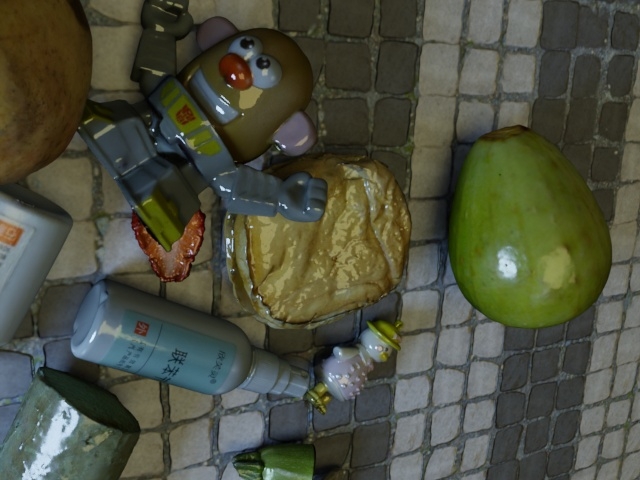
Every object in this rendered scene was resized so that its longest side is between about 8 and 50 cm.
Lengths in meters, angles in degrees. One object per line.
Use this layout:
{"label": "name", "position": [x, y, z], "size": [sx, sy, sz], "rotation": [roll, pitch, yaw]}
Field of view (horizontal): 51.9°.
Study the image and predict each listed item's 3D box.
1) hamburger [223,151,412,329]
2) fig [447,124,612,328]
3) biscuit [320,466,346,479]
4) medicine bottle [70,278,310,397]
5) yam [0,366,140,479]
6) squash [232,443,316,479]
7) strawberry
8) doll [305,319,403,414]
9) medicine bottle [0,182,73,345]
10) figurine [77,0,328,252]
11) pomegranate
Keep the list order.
{"label": "hamburger", "position": [-0.001, 0.001, 0.966], "size": [0.283, 0.145, 0.259], "rotation": [-7, 103, -21]}
{"label": "fig", "position": [0.333, -0.025, 1.069], "size": [0.258, 0.258, 0.326], "rotation": [-12, 94, -24]}
{"label": "biscuit", "position": [-0.038, 0.509, 1.123], "size": [0.249, 0.032, 0.133], "rotation": [-64, 154, 3]}
{"label": "medicine bottle", "position": [-0.167, 0.162, 0.943], "size": [0.352, 0.110, 0.110], "rotation": [25, 92, -31]}
{"label": "yam", "position": [-0.349, 0.311, 0.867], "size": [0.161, 0.161, 0.267], "rotation": [24, 92, -31]}
{"label": "squash", "position": [-0.085, 0.371, 1.070], "size": [0.132, 0.105, 0.105], "rotation": [15, 97, -13]}
{"label": "strawberry", "position": [-0.212, -0.016, 0.906], "size": [0.104, 0.048, 0.152], "rotation": [-4, 110, -32]}
{"label": "doll", "position": [0.060, 0.202, 1.090], "size": [0.207, 0.081, 0.129], "rotation": [-40, 137, -14]}
{"label": "medicine bottle", "position": [-0.409, 0.053, 0.769], "size": [0.145, 0.144, 0.252], "rotation": [25, 91, -31]}
{"label": "figurine", "position": [-0.137, -0.153, 0.813], "size": [0.285, 0.167, 0.342], "rotation": [-34, 106, -11]}
{"label": "pomegranate", "position": [-0.367, -0.186, 0.646], "size": [0.281, 0.281, 0.281], "rotation": [-8, 108, -25]}
